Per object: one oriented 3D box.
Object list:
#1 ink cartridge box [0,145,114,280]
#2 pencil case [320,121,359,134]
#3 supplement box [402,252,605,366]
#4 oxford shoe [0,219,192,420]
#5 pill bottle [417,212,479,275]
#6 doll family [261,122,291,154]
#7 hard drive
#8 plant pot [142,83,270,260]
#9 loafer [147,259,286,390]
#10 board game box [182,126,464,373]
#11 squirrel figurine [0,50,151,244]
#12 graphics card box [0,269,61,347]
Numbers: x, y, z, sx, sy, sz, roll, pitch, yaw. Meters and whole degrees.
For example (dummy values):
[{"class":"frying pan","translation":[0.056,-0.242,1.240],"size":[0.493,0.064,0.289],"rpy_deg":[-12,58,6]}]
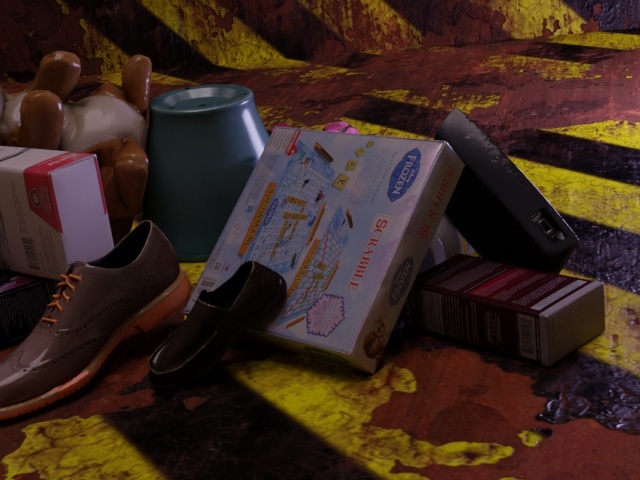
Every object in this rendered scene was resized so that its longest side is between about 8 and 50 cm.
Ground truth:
[{"class":"ink cartridge box","translation":[-0.435,-0.044,1.691],"size":[0.237,0.172,0.100],"rpy_deg":[8,25,35]},{"class":"pencil case","translation":[0.029,-0.188,2.336],"size":[0.098,0.095,0.209],"rpy_deg":[-35,12,19]},{"class":"supplement box","translation":[0.237,0.086,1.486],"size":[0.130,0.073,0.239],"rpy_deg":[-23,25,-39]},{"class":"oxford shoe","translation":[-0.337,0.103,1.521],"size":[0.130,0.133,0.363],"rpy_deg":[7,37,41]},{"class":"pill bottle","translation":[0.187,-0.009,1.710],"size":[0.119,0.119,0.208],"rpy_deg":[8,24,39]},{"class":"doll family","translation":[-0.029,-0.058,1.826],"size":[0.263,0.163,0.118],"rpy_deg":[35,49,23]},{"class":"hard drive","translation":[0.239,-0.046,1.570],"size":[0.054,0.172,0.255],"rpy_deg":[-32,70,-21]},{"class":"plant pot","translation":[-0.197,-0.133,1.988],"size":[0.271,0.255,0.272],"rpy_deg":[-5,21,2]},{"class":"loafer","translation":[-0.148,0.102,1.471],"size":[0.220,0.078,0.080],"rpy_deg":[-43,38,-8]},{"class":"board game box","translation":[0.000,0.000,1.551],"size":[0.318,0.066,0.319],"rpy_deg":[11,68,42]},{"class":"squirrel figurine","translation":[-0.492,-0.140,1.919],"size":[0.370,0.397,0.281],"rpy_deg":[6,55,-13]},{"class":"graphics card box","translation":[-0.555,0.104,1.718],"size":[0.370,0.094,0.232],"rpy_deg":[-21,24,-31]}]
